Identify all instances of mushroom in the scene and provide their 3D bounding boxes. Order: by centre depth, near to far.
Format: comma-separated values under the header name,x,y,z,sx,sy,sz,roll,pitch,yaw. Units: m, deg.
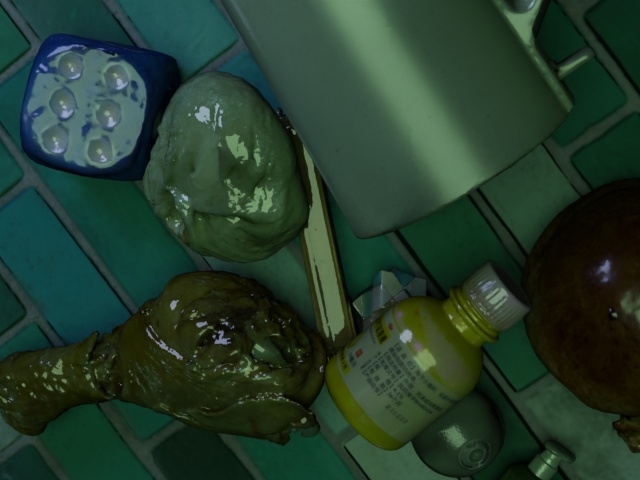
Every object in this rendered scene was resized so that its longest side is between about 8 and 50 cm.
name,x,y,z,sx,sy,sz,roll,pitch,yaw
mushroom,0.344,0.081,1.339,0.263,0.195,0.283,-15,96,6

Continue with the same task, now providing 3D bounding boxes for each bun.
name,x,y,z,sx,sy,sz,roll,pitch,yaw
bun,-0.112,-0.068,1.384,0.203,0.126,0.213,4,120,53

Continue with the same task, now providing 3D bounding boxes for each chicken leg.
name,x,y,z,sx,sy,sz,roll,pitch,yaw
chicken leg,-0.196,0.147,1.471,0.429,0.153,0.201,-11,105,19

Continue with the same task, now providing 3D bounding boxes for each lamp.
name,x,y,z,sx,sy,sz,roll,pitch,yaw
lamp,0.150,0.209,1.437,0.105,0.105,0.105,2,99,9

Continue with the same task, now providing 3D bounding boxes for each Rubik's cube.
name,x,y,z,sx,sy,sz,roll,pitch,yaw
Rubik's cube,0.079,0.071,1.443,0.075,0.073,0.084,36,105,2

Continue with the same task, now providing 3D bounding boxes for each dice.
name,x,y,z,sx,sy,sz,roll,pitch,yaw
dice,-0.237,-0.144,1.427,0.146,0.146,0.143,12,99,3

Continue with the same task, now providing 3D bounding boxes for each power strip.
name,x,y,z,sx,sy,sz,roll,pitch,yaw
power strip,0.000,0.000,1.449,0.044,0.064,0.306,-10,97,5

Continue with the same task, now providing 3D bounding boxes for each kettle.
name,x,y,z,sx,sy,sz,roll,pitch,yaw
kettle,0.087,-0.247,1.274,0.361,0.250,0.377,-30,99,20

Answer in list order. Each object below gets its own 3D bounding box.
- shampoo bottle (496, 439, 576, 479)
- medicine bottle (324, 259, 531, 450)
name,x,y,z,sx,sy,sz,roll,pitch,yaw
shampoo bottle,0.207,0.307,1.468,0.065,0.065,0.204,37,103,2
medicine bottle,0.116,0.111,1.358,0.212,0.122,0.122,-42,91,16
